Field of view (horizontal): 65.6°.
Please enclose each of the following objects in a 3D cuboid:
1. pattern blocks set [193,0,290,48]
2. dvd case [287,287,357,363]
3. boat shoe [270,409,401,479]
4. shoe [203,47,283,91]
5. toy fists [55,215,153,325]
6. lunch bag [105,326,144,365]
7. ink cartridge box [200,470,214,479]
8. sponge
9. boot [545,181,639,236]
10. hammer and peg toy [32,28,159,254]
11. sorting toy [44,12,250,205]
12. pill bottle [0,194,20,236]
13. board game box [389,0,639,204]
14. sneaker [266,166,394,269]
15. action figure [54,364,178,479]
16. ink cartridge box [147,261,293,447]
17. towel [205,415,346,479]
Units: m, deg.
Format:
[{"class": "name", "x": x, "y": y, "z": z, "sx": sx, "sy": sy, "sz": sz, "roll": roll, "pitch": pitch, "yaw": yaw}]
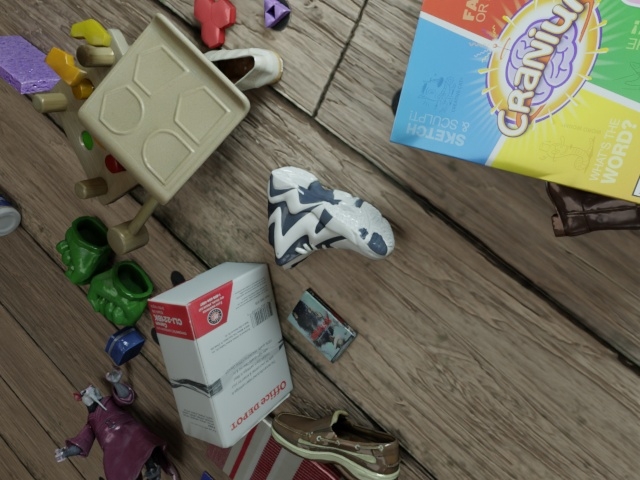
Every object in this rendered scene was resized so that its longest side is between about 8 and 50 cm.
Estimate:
[{"class": "pattern blocks set", "x": -0.122, "y": -0.474, "z": 0.718, "sx": 0.286, "sy": 0.026, "sz": 0.324, "roll": -3, "pitch": 106, "yaw": 35}, {"class": "dvd case", "x": 0.001, "y": 0.153, "z": 0.888, "sx": 0.119, "sy": 0.013, "sz": 0.087, "roll": 42, "pitch": 126, "yaw": 13}, {"class": "boat shoe", "x": 0.027, "y": 0.352, "z": 0.911, "sx": 0.258, "sy": 0.095, "sz": 0.095, "roll": 11, "pitch": 100, "yaw": 24}, {"class": "shoe", "x": -0.162, "y": -0.272, "z": 0.803, "sx": 0.219, "sy": 0.058, "sz": 0.076, "roll": 1, "pitch": 109, "yaw": 34}, {"class": "toy fists", "x": -0.512, "y": 0.081, "z": 1.161, "sx": 0.279, "sy": 0.096, "sz": 0.142, "roll": 45, "pitch": 128, "yaw": 10}, {"class": "lunch bag", "x": -0.488, "y": 0.258, "z": 1.231, "sx": 0.065, "sy": 0.067, "sz": 0.098, "roll": 46, "pitch": 128, "yaw": 11}, {"class": "ink cartridge box", "x": -0.246, "y": 0.796, "z": 1.279, "sx": 0.304, "sy": 0.072, "sz": 0.307, "roll": 34, "pitch": 126, "yaw": 20}, {"class": "sponge", "x": -0.632, "y": -0.373, "z": 1.049, "sx": 0.210, "sy": 0.117, "sz": 0.031, "roll": 36, "pitch": 127, "yaw": 18}, {"class": "boot", "x": 0.324, "y": -0.058, "z": 0.571, "sx": 0.114, "sy": 0.037, "sz": 0.106, "roll": -8, "pitch": 106, "yaw": 35}, {"class": "hammer and peg toy", "x": -0.371, "y": -0.174, "z": 0.944, "sx": 0.266, "sy": 0.127, "sz": 0.361, "roll": -22, "pitch": 95, "yaw": 36}, {"class": "sorting toy", "x": -0.286, "y": -0.238, "z": 0.799, "sx": 0.307, "sy": 0.041, "sz": 0.229, "roll": 45, "pitch": 104, "yaw": 3}, {"class": "pill bottle", "x": -0.920, "y": -0.095, "z": 1.371, "sx": 0.169, "sy": 0.094, "sz": 0.094, "roll": 38, "pitch": 125, "yaw": 16}, {"class": "board game box", "x": 0.253, "y": -0.185, "z": 0.526, "sx": 0.317, "sy": 0.064, "sz": 0.242, "roll": 20, "pitch": 109, "yaw": 27}, {"class": "sneaker", "x": 0.000, "y": 0.000, "z": 0.779, "sx": 0.235, "sy": 0.094, "sz": 0.152, "roll": 30, "pitch": 124, "yaw": 22}, {"class": "action figure", "x": -0.526, "y": 0.506, "z": 1.326, "sx": 0.370, "sy": 0.248, "sz": 0.275, "roll": 38, "pitch": 169, "yaw": 31}, {"class": "ink cartridge box", "x": -0.172, "y": 0.198, "z": 0.908, "sx": 0.114, "sy": 0.197, "sz": 0.272, "roll": 0, "pitch": 107, "yaw": 36}, {"class": "towel", "x": -0.098, "y": 0.491, "z": 1.078, "sx": 0.329, "sy": 0.037, "sz": 0.237, "roll": 33, "pitch": 122, "yaw": 18}]
